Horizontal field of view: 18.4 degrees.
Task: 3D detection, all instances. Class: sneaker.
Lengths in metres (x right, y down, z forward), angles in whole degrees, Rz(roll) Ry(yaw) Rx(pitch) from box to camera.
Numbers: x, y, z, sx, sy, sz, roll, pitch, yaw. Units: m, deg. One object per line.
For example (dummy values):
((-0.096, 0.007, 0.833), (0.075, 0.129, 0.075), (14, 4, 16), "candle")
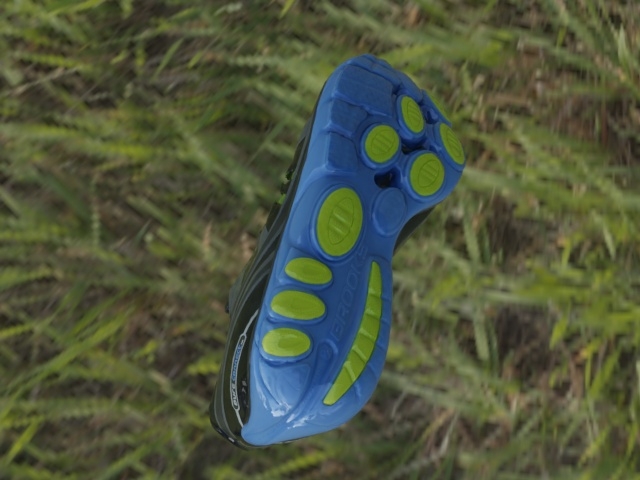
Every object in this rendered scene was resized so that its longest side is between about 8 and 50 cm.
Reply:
((0.000, 0.000, 0.743), (0.067, 0.188, 0.078), (37, 138, -17), "sneaker")
